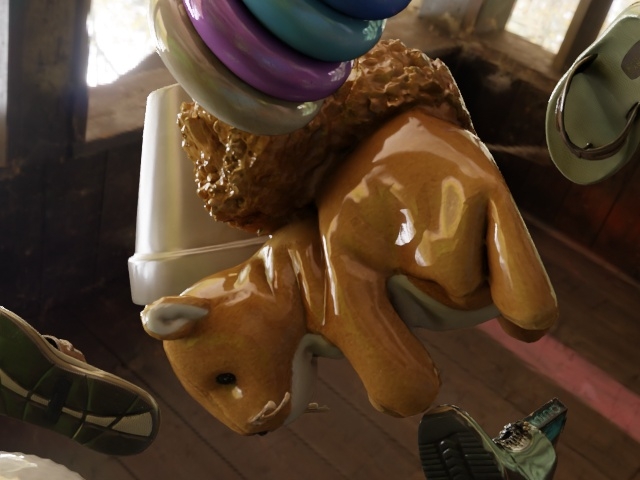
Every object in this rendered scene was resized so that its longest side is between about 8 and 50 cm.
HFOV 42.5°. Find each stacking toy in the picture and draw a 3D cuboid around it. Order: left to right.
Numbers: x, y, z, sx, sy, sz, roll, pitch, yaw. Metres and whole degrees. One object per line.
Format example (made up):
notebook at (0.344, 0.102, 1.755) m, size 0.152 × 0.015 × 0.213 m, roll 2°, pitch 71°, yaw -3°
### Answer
stacking toy at (0.042, -0.200, 0.465) m, size 0.141 × 0.330 × 0.141 m, roll 26°, pitch -134°, yaw -31°

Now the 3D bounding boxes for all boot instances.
boot at (0.168, 0.202, 0.803) m, size 0.077 × 0.198 × 0.137 m, roll -15°, pitch -152°, yaw 34°

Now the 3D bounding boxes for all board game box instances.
board game box at (0.232, 0.288, 1.050) m, size 0.186 × 0.126 × 0.026 m, roll -27°, pitch -131°, yaw -23°

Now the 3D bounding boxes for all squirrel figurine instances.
squirrel figurine at (0.000, 0.000, 0.836) m, size 0.281 × 0.370 × 0.397 m, roll 10°, pitch -122°, yaw -79°

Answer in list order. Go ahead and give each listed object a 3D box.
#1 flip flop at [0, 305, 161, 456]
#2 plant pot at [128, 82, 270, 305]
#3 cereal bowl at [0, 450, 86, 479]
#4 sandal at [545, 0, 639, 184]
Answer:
flip flop at (-0.314, 0.164, 0.982) m, size 0.277 × 0.112 × 0.080 m, roll 25°, pitch -174°, yaw 0°
plant pot at (-0.125, -0.077, 1.150) m, size 0.323 × 0.280 × 0.323 m, roll -10°, pitch -177°, yaw 1°
cereal bowl at (-0.317, 0.303, 0.646) m, size 0.141 × 0.339 × 0.339 m, roll 32°, pitch -143°, yaw 33°
sandal at (0.302, -0.147, 0.899) m, size 0.086 × 0.303 × 0.120 m, roll -41°, pitch -106°, yaw -14°
